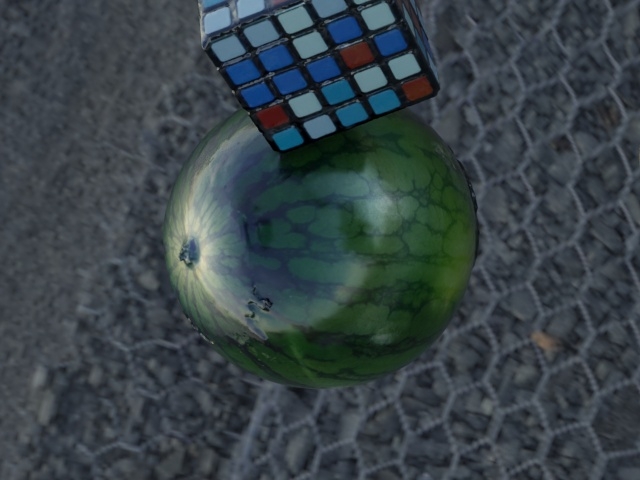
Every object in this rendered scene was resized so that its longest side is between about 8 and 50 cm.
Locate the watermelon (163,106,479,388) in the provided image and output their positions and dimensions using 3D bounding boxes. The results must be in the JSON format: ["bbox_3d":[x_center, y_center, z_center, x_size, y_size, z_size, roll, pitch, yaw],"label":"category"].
[{"bbox_3d":[0.000,0.000,1.680,0.363,0.363,0.363,-7,73,25],"label":"watermelon"}]

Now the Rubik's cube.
[{"bbox_3d":[-0.007,-0.229,1.490,0.182,0.184,0.187,-20,51,13],"label":"Rubik's cube"}]
